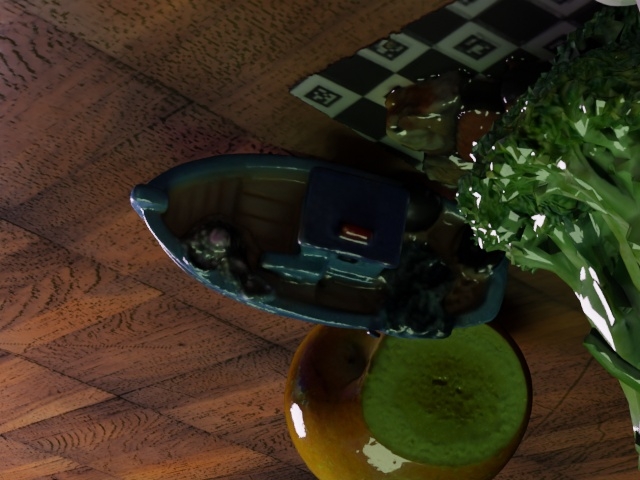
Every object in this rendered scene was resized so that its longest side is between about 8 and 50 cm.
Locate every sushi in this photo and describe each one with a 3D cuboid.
[{"bbox_3d":[0.092,-0.066,0.687,0.139,0.031,0.201,28,149,-31],"label":"sushi"}]

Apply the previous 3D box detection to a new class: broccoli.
[{"bbox_3d":[0.191,-0.004,0.566,0.269,0.241,0.261,14,-179,37],"label":"broccoli"}]

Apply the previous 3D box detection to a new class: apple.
[{"bbox_3d":[0.056,0.112,0.934,0.147,0.146,0.163,33,149,-30],"label":"apple"}]

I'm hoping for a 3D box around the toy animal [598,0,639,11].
[{"bbox_3d":[0.072,-0.158,0.360,0.357,0.194,0.258,19,164,1],"label":"toy animal"}]

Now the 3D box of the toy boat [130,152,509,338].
[{"bbox_3d":[0.000,0.000,0.775,0.223,0.100,0.097,12,163,-7],"label":"toy boat"}]
